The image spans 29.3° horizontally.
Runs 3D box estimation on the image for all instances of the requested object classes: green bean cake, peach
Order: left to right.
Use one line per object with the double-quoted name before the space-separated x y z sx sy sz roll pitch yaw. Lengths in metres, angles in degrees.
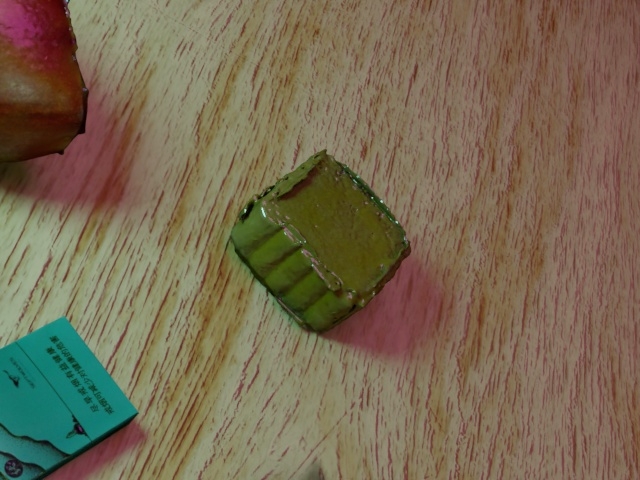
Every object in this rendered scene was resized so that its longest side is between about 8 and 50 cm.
"peach" -0.433 -0.254 1.613 0.338 0.281 0.281 35 41 -3
"green bean cake" 0.000 0.000 1.844 0.230 0.131 0.224 47 43 0

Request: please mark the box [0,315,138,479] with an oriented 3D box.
"box" -0.349 0.201 1.465 0.161 0.042 0.226 49 41 9
